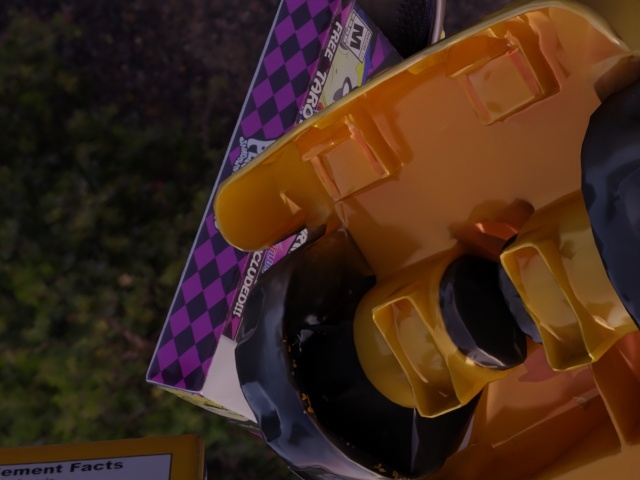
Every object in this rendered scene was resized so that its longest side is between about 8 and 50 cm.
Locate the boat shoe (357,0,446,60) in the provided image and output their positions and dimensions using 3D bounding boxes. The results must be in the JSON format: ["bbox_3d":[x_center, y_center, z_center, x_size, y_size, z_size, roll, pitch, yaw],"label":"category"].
[{"bbox_3d":[0.047,-0.158,1.325,0.116,0.097,0.324,8,128,-2],"label":"boat shoe"}]

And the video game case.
[{"bbox_3d":[0.000,0.000,0.906,0.041,0.232,0.210,14,167,26],"label":"video game case"}]

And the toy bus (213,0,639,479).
[{"bbox_3d":[0.112,0.024,0.413,0.149,0.211,0.220,-26,98,46],"label":"toy bus"}]

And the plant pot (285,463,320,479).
[{"bbox_3d":[0.068,0.099,1.099,0.188,0.167,0.187,-105,34,-64],"label":"plant pot"}]

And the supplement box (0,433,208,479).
[{"bbox_3d":[-0.166,0.310,0.989,0.194,0.356,0.195,-3,124,1],"label":"supplement box"}]
